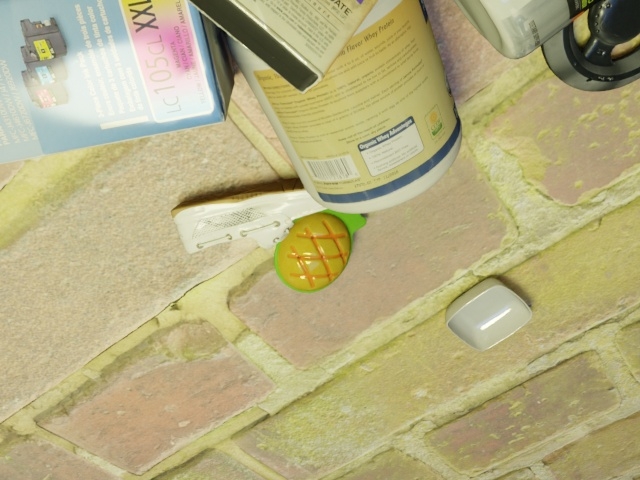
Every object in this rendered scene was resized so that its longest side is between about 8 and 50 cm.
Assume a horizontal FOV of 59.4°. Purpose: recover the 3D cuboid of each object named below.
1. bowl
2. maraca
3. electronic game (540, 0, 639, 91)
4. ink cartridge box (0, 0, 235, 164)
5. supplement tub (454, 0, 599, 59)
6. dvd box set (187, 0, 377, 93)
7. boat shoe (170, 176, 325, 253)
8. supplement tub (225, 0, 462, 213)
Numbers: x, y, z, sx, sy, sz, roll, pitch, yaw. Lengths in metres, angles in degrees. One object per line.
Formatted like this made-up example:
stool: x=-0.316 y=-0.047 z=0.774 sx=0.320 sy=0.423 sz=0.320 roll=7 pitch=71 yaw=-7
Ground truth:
bowl: x=0.323 y=0.138 z=1.099 sx=0.142 sy=0.053 sz=0.142 roll=-40 pitch=122 yaw=20
maraca: x=0.000 y=0.000 z=0.923 sx=0.127 sy=0.099 sz=0.185 roll=31 pitch=91 yaw=-25
electronic game: x=0.417 y=-0.320 z=0.782 sx=0.230 sy=0.048 sz=0.229 roll=-5 pitch=125 yaw=-7
ink cartridge box: x=-0.305 y=-0.188 z=0.616 sx=0.396 sy=0.270 sz=0.151 roll=-12 pitch=114 yaw=-1
supplement tub: x=0.298 y=-0.384 z=0.618 sx=0.338 sy=0.207 sz=0.207 roll=-37 pitch=123 yaw=18
dvd box set: x=-0.010 y=-0.386 z=0.479 sx=0.308 sy=0.062 sz=0.420 roll=36 pitch=79 yaw=-15
boat shoe: x=-0.085 y=-0.035 z=0.867 sx=0.277 sy=0.098 sz=0.096 roll=-10 pitch=105 yaw=9
supplement tub: x=0.026 y=-0.214 z=0.683 sx=0.229 sy=0.228 sz=0.316 roll=-24 pitch=126 yaw=8
